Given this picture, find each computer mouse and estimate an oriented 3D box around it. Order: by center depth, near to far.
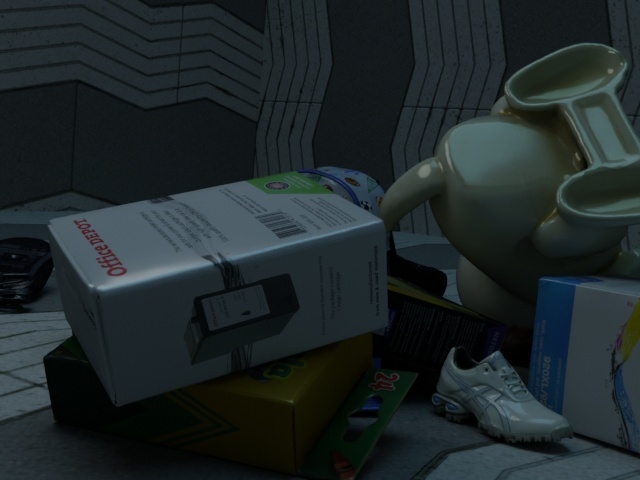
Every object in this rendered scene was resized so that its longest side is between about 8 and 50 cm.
[{"bbox_3d":[-0.538,0.066,1.541,0.189,0.072,0.272,7,18,3],"label":"computer mouse"}]

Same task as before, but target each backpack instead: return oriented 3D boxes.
[{"bbox_3d":[0.000,0.000,1.615,0.277,0.263,0.213,9,7,31],"label":"backpack"}]

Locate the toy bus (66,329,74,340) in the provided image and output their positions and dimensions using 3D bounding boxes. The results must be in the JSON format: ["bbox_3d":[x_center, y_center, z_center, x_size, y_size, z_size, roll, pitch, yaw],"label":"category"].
[{"bbox_3d":[-0.229,0.071,1.207,0.212,0.149,0.220,0,7,-10],"label":"toy bus"}]

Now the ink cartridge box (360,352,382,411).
[{"bbox_3d":[-0.041,0.146,1.132,0.186,0.065,0.311,3,7,-12],"label":"ink cartridge box"}]

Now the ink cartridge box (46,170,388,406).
[{"bbox_3d":[-0.101,0.032,0.872,0.273,0.114,0.198,-14,24,-23],"label":"ink cartridge box"}]

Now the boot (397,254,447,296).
[{"bbox_3d":[0.116,0.065,1.902,0.247,0.094,0.207,9,5,-43],"label":"boot"}]

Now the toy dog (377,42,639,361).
[{"bbox_3d":[0.295,0.006,1.261,0.396,0.284,0.408,-23,-34,-5],"label":"toy dog"}]

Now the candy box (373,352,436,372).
[{"bbox_3d":[0.090,0.154,1.319,0.206,0.027,0.105,8,4,30],"label":"candy box"}]

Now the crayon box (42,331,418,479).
[{"bbox_3d":[-0.081,0.124,0.905,0.319,0.081,0.202,7,24,21],"label":"crayon box"}]

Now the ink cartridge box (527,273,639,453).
[{"bbox_3d":[0.376,0.136,0.996,0.171,0.168,0.233,1,6,-41],"label":"ink cartridge box"}]

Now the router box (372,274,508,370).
[{"bbox_3d":[0.060,0.084,1.194,0.243,0.081,0.309,18,2,-21],"label":"router box"}]

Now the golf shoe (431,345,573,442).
[{"bbox_3d":[0.195,0.165,0.986,0.069,0.086,0.176,2,7,-43],"label":"golf shoe"}]
